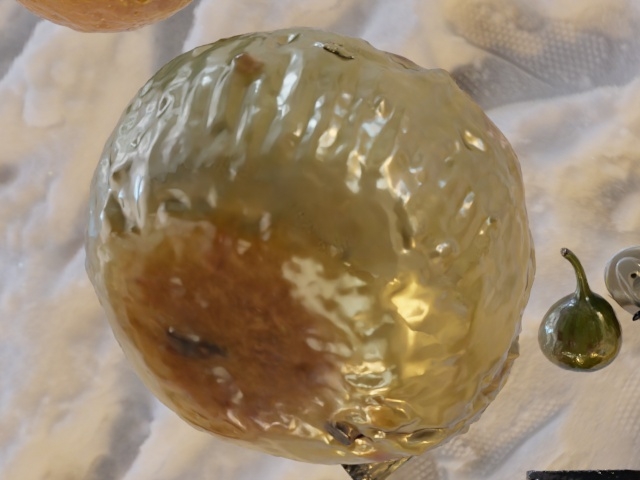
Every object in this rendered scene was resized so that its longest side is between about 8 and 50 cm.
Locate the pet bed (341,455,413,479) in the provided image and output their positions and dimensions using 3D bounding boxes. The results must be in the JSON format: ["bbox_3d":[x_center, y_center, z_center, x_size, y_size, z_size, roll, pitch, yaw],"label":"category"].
[{"bbox_3d":[0.060,0.190,1.206,0.159,0.183,0.211,-35,99,1],"label":"pet bed"}]

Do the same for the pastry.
[{"bbox_3d":[0.000,0.000,0.787,0.388,0.313,0.389,13,130,16],"label":"pastry"}]

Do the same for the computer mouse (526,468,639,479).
[{"bbox_3d":[0.507,0.451,1.606,0.295,0.168,0.087,-8,68,34],"label":"computer mouse"}]

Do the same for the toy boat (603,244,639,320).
[{"bbox_3d":[0.611,0.109,1.604,0.140,0.269,0.141,-29,48,38],"label":"toy boat"}]

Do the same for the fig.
[{"bbox_3d":[0.455,0.114,1.613,0.149,0.149,0.245,1,114,25],"label":"fig"}]

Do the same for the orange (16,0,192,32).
[{"bbox_3d":[-0.258,-0.399,1.048,0.340,0.340,0.293,43,135,19],"label":"orange"}]
